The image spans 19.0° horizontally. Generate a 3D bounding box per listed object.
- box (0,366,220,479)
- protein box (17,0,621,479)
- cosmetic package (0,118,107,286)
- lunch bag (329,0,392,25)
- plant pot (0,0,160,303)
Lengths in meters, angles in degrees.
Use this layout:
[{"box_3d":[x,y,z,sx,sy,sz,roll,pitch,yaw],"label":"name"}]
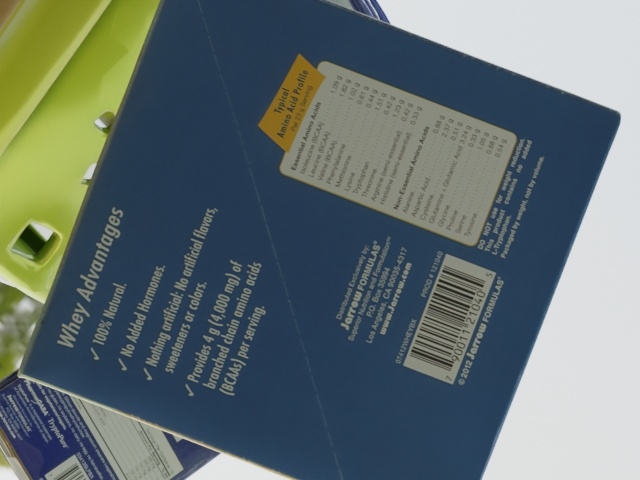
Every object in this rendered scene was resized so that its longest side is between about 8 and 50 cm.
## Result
[{"box_3d":[-0.129,0.114,1.408,0.225,0.136,0.036,-34,-169,-28],"label":"box"},{"box_3d":[0.000,0.000,0.867,0.201,0.136,0.200,21,-88,0],"label":"protein box"},{"box_3d":[-0.316,-0.080,1.874,0.184,0.151,0.151,-48,-116,6],"label":"cosmetic package"},{"box_3d":[0.009,-0.139,1.455,0.090,0.176,0.219,-25,-130,-2],"label":"lunch bag"},{"box_3d":[-0.179,-0.113,1.094,0.228,0.207,0.227,43,-79,29],"label":"plant pot"}]
